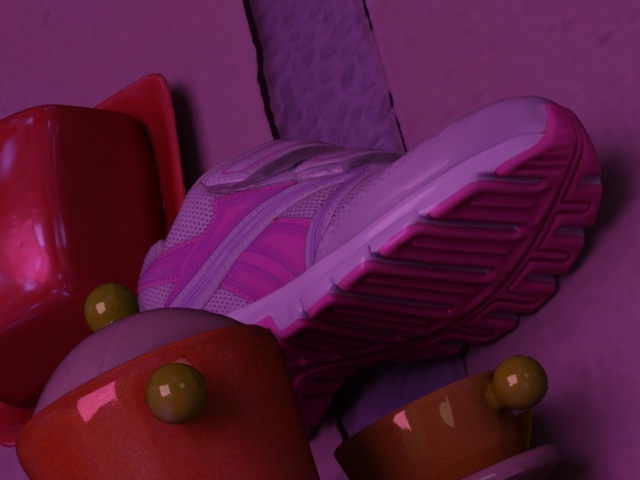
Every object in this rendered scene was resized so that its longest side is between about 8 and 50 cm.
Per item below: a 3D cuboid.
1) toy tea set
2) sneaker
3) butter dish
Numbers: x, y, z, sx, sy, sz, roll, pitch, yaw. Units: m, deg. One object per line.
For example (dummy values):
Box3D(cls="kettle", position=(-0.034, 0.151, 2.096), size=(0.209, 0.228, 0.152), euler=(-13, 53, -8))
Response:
Box3D(cls="toy tea set", position=(-0.078, 0.108, 0.675), size=(0.336, 0.200, 0.124), euler=(-35, 74, 37))
Box3D(cls="sneaker", position=(0.000, 0.000, 0.708), size=(0.252, 0.103, 0.111), euler=(-32, 58, 32))
Box3D(cls="butter dish", position=(-0.150, 0.001, 0.843), size=(0.160, 0.118, 0.160), euler=(-30, 57, 35))
